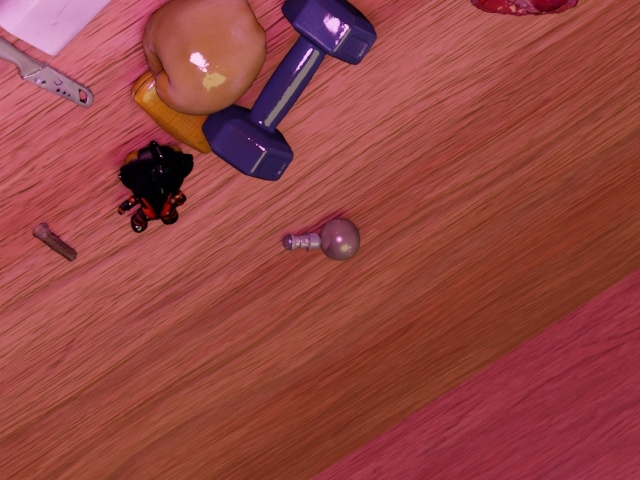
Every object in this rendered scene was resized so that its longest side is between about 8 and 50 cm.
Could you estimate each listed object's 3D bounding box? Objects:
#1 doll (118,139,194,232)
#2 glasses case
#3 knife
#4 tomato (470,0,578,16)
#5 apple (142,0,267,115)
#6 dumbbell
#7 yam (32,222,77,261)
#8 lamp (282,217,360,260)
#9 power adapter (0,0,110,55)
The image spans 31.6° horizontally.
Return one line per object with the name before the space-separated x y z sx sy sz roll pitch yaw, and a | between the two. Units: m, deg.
doll | -0.292 -0.099 1.984 0.127 0.088 0.249 -42 164 -23
glasses case | -0.231 -0.212 1.880 0.079 0.064 0.234 -42 149 6
knife | -0.435 -0.258 1.681 0.043 0.020 0.293 -42 149 14
tomato | 0.366 -0.467 2.020 0.189 0.099 0.173 3 174 19
apple | -0.177 -0.286 1.715 0.200 0.200 0.200 -22 148 -15
dumbbell | -0.053 -0.257 1.846 0.144 0.160 0.325 26 109 -28
yam | -0.467 0.007 2.029 0.033 0.027 0.129 -33 150 5
lamp | 0.000 0.000 2.388 0.163 0.091 0.091 -3 142 -16
power adapter | -0.338 -0.368 1.499 0.205 0.130 0.125 -42 148 15
